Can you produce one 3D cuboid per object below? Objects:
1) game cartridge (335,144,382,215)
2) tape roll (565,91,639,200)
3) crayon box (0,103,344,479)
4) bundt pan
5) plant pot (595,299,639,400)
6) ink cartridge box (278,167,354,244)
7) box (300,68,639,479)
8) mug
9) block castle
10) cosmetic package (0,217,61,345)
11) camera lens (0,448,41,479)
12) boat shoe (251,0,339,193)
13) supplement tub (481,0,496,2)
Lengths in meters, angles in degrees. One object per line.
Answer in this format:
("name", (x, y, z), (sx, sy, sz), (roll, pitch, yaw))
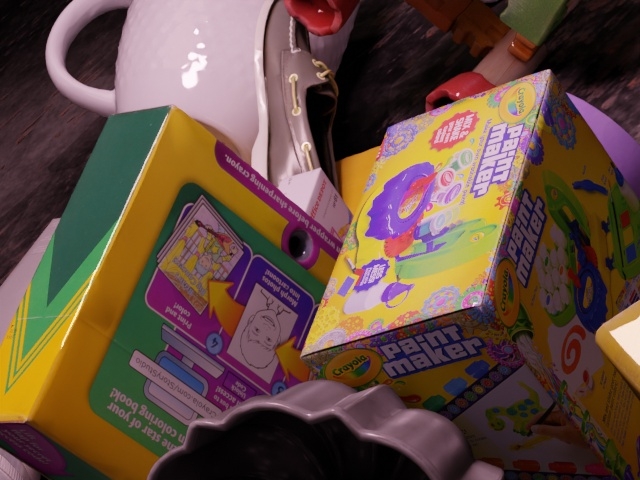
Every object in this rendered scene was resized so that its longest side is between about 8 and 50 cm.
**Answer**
("game cartridge", (-0.043, 0.030, 2.165), (0.323, 0.053, 0.285), (-19, 33, 28))
("tape roll", (0.230, -0.051, 1.796), (0.080, 0.189, 0.189), (-49, 29, -17))
("crayon box", (-0.097, 0.111, 1.700), (0.106, 0.363, 0.313), (-5, 54, 47))
("bundt pan", (0.027, 0.251, 1.484), (0.331, 0.331, 0.124), (-19, 10, 33))
("plant pot", (0.362, 0.124, 1.380), (0.212, 0.212, 0.187), (-35, 41, 7))
("ink cartridge box", (0.000, 0.000, 1.978), (0.052, 0.122, 0.088), (-18, 34, 29))
("box", (0.164, 0.067, 1.600), (0.177, 0.279, 0.290), (-18, 33, 34))
("mug", (-0.164, -0.237, 2.412), (0.374, 0.276, 0.328), (9, 55, 14))
("block castle", (0.137, -0.313, 2.004), (0.213, 0.303, 0.453), (-47, -8, -30))
("cosmetic package", (-0.335, 0.083, 2.376), (0.127, 0.107, 0.238), (-2, 47, 49))
("camera lens", (-0.415, 0.259, 2.073), (0.219, 0.219, 0.274), (-30, 29, 16))
("boat shoe", (-0.023, -0.149, 2.181), (0.091, 0.109, 0.305), (-9, 61, 16))
("supplement tub", (0.194, -0.343, 2.411), (0.071, 0.071, 0.107), (-40, 27, -2))
